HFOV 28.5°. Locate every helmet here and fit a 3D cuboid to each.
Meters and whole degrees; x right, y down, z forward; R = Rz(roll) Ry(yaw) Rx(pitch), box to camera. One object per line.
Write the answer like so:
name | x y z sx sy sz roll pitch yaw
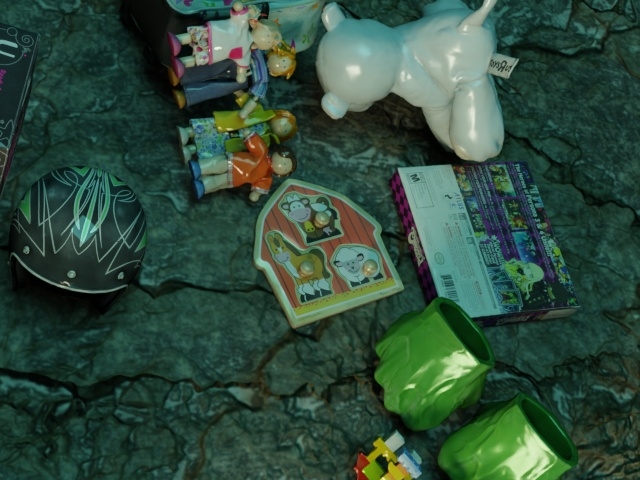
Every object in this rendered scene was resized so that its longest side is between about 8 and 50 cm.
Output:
helmet | -0.274 -0.003 1.426 0.169 0.161 0.169 10 59 -17

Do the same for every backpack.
backpack | -0.117 -0.344 1.667 0.253 0.191 0.225 -7 45 -31

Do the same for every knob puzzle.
knob puzzle | 0.000 0.000 1.617 0.213 0.030 0.213 10 59 -16

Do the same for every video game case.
video game case | 0.220 0.003 1.696 0.210 0.042 0.232 -5 65 -24

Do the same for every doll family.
doll family | -0.104 -0.184 1.593 0.163 0.263 0.118 -13 27 -14

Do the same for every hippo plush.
hippo plush | 0.113 -0.208 1.676 0.236 0.294 0.234 -9 96 -6

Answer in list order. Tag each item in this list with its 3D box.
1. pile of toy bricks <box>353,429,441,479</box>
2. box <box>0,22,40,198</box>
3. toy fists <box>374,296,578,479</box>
pile of toy bricks | 0.112 0.334 1.443 0.105 0.118 0.212 -41 93 4
box | -0.405 -0.115 1.385 0.142 0.247 0.163 14 58 -13
toy fists | 0.177 0.205 1.508 0.279 0.142 0.096 51 25 10
